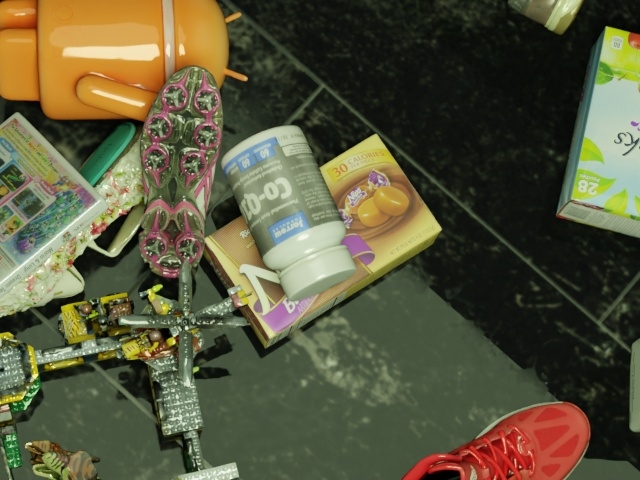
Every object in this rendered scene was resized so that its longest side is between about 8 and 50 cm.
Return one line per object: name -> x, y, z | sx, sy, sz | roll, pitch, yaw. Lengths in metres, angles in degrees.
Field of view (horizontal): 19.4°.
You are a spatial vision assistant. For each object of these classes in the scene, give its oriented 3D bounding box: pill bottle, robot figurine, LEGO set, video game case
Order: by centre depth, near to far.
LEGO set -> -0.173, 0.187, 1.529 | 0.254, 0.192, 0.331 | -4, 77, -7
pill bottle -> -0.025, -0.022, 1.601 | 0.078, 0.078, 0.137 | -22, 78, -11
video game case -> -0.277, -0.026, 1.612 | 0.143, 0.019, 0.157 | -40, 49, -9
robot figurine -> -0.176, -0.168, 1.648 | 0.219, 0.158, 0.128 | -2, 95, -7

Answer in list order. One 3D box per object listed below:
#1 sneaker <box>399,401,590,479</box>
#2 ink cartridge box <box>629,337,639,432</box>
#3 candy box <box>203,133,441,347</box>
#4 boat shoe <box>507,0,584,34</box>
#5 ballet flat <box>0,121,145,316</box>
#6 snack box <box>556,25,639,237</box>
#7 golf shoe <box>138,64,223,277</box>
sneaker -> 0.146, 0.201, 1.593 | 0.221, 0.128, 0.087 | -31, 82, -12
ink cartridge box -> 0.363, 0.113, 1.595 | 0.153, 0.208, 0.087 | 5, 76, -5
candy box -> 0.000, 0.000, 1.665 | 0.186, 0.053, 0.109 | -31, 81, -13
boat shoe -> 0.238, -0.305, 1.750 | 0.073, 0.080, 0.224 | 22, 80, -6
ballet flat -> -0.216, 0.000, 1.632 | 0.241, 0.091, 0.077 | -45, 117, -9
snack box -> 0.336, -0.083, 1.712 | 0.207, 0.070, 0.175 | 15, 75, -1
golf shoe -> -0.122, -0.067, 1.597 | 0.067, 0.086, 0.186 | 9, 113, -4
